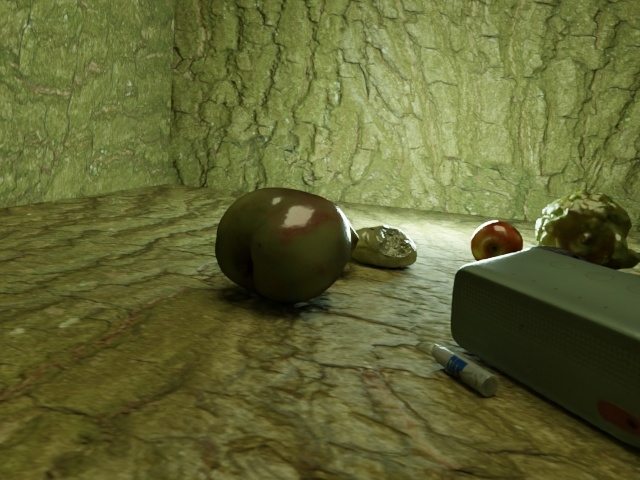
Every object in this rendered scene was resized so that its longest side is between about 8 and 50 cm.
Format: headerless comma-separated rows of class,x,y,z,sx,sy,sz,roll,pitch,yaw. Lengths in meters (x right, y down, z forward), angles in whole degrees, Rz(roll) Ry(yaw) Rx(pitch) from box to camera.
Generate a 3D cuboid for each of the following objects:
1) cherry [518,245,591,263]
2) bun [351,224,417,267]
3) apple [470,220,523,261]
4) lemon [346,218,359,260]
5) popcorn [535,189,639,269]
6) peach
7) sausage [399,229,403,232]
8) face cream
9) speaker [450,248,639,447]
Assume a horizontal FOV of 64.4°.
cherry,0.482,0.099,1.074,0.195,0.195,0.195,5,10,-1
bun,0.185,0.010,1.563,0.237,0.116,0.210,12,13,38
apple,0.571,0.011,1.649,0.164,0.163,0.139,10,22,22
lemon,-0.003,-0.001,1.372,0.193,0.180,0.180,29,14,7
popcorn,0.942,-0.034,1.801,0.336,0.278,0.274,-3,-14,24
peach,-0.073,0.003,1.091,0.293,0.247,0.292,-14,19,5
sausage,0.249,-0.003,1.802,0.141,0.076,0.076,-5,14,-37
face cream,0.216,0.195,0.781,0.034,0.034,0.130,1,12,-25
speaker,0.391,0.142,0.778,0.184,0.183,0.406,-5,14,-24
